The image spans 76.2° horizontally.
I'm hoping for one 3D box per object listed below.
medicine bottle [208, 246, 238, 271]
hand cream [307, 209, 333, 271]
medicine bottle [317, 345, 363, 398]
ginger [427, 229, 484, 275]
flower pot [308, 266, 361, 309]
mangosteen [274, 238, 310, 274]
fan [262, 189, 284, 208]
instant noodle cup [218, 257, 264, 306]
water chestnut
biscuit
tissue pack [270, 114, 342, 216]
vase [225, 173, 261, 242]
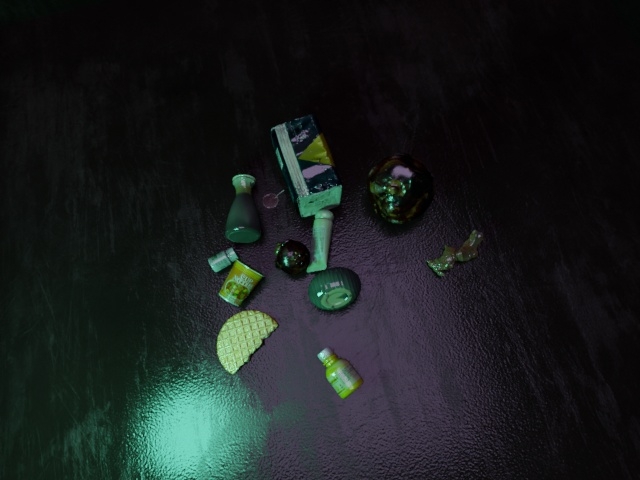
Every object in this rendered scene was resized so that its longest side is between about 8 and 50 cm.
[{"bbox_3d":[-0.469,0.090,1.980,0.130,0.080,0.080,-30,73,-6],"label":"medicine bottle"},{"bbox_3d":[0.000,0.000,1.964,0.093,0.147,0.305,24,67,-34],"label":"hand cream"},{"bbox_3d":[0.077,0.565,1.774,0.122,0.122,0.212,-38,74,-8],"label":"medicine bottle"},{"bbox_3d":[0.648,0.059,1.928,0.290,0.084,0.122,-32,52,-3],"label":"ginger"},{"bbox_3d":[0.064,0.218,1.846,0.243,0.189,0.157,-17,30,3],"label":"flower pot"},{"bbox_3d":[-0.138,0.082,1.933,0.184,0.173,0.172,-15,69,46],"label":"mangosteen"},{"bbox_3d":[-0.238,-0.219,2.101,0.133,0.005,0.085,-40,74,-7],"label":"fan"},{"bbox_3d":[-0.379,0.201,1.911,0.169,0.168,0.184,32,85,12],"label":"instant noodle cup"},{"bbox_3d":[0.378,-0.255,1.949,0.336,0.347,0.334,2,115,4],"label":"water chestnut"},{"bbox_3d":[-0.362,0.440,1.885,0.205,0.040,0.309,40,79,14],"label":"biscuit"},{"bbox_3d":[-0.065,-0.354,1.996,0.254,0.264,0.416,-17,72,-3],"label":"tissue pack"},{"bbox_3d":[-0.380,-0.161,2.019,0.174,0.173,0.320,-5,66,2],"label":"vase"}]
